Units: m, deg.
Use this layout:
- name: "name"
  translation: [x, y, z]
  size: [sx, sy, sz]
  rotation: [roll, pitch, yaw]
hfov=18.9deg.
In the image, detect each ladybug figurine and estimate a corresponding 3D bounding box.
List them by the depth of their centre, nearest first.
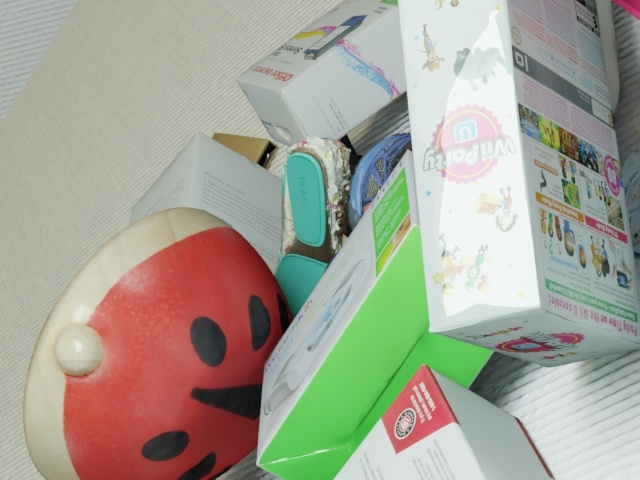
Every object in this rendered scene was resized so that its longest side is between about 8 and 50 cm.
- name: "ladybug figurine"
  translation: [-0.140, 0.126, 1.885]
  size: [0.305, 0.162, 0.449]
  rotation: [-68, -16, 5]

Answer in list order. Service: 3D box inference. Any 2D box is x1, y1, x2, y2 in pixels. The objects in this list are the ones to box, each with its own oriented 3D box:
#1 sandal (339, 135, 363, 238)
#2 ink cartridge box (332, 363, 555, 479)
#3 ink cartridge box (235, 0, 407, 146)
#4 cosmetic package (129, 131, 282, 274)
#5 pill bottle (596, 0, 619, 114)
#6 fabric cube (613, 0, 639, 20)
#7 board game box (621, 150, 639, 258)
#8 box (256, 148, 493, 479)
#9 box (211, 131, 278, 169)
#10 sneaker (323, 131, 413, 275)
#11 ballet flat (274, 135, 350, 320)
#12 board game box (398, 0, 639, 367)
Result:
- name: "sandal"
  translation: [0.029, -0.058, 2.140]
  size: [0.097, 0.054, 0.254]
  rotation: [-61, 31, 16]
- name: "ink cartridge box"
  translation: [0.067, 0.270, 1.564]
  size: [0.273, 0.114, 0.197]
  rotation: [-53, 24, 14]
- name: "ink cartridge box"
  translation: [0.032, -0.195, 2.131]
  size: [0.212, 0.093, 0.154]
  rotation: [-38, 20, -11]
- name: "cosmetic package"
  translation: [-0.127, 0.007, 2.242]
  size: [0.151, 0.151, 0.184]
  rotation: [-46, 26, 31]
- name: "pill bottle"
  translation: [0.193, -0.173, 1.781]
  size: [0.160, 0.160, 0.283]
  rotation: [-43, 28, 34]
- name: "fabric cube"
  translation: [0.317, -0.330, 1.466]
  size: [0.254, 0.258, 0.259]
  rotation: [-21, 24, -6]
- name: "board game box"
  translation: [0.272, -0.030, 1.626]
  size: [0.090, 0.020, 0.090]
  rotation: [-62, 23, -5]
- name: "box"
  translation: [0.064, 0.082, 1.725]
  size: [0.262, 0.126, 0.231]
  rotation: [-57, 10, 17]
- name: "box"
  translation: [-0.134, -0.063, 2.508]
  size: [0.164, 0.021, 0.201]
  rotation: [-62, 22, -6]
- name: "sneaker"
  translation: [0.073, -0.009, 1.961]
  size: [0.087, 0.083, 0.221]
  rotation: [-7, 60, 46]
- name: "ballet flat"
  translation: [0.000, 0.000, 2.030]
  size: [0.077, 0.091, 0.241]
  rotation: [-31, -45, -51]
- name: "board game box"
  translation: [0.156, -0.069, 1.500]
  size: [0.097, 0.224, 0.303]
  rotation: [-14, 73, 27]
